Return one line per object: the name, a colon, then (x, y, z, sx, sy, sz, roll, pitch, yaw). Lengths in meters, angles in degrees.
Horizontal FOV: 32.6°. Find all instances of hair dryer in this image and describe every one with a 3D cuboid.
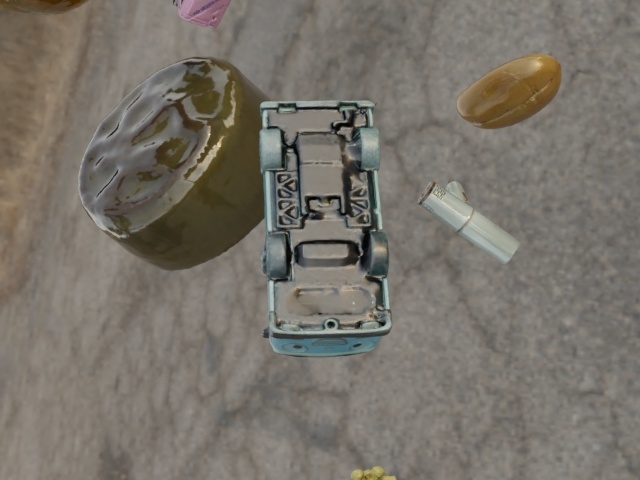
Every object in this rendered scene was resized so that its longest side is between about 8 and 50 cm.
hair dryer: (0.218, -0.047, 1.605, 0.044, 0.155, 0.183, -52, 5, 20)

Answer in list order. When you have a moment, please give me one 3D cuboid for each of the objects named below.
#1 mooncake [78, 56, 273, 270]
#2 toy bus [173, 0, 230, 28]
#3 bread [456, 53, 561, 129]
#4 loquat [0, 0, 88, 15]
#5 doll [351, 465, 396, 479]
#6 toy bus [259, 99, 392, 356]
mooncake: (-0.185, -0.109, 1.468, 0.284, 0.155, 0.284, -22, 46, 25)
toy bus: (-0.142, -0.355, 1.361, 0.090, 0.063, 0.203, -55, 32, 41)
bread: (0.305, -0.232, 1.764, 0.189, 0.114, 0.077, -30, 58, 31)
loquat: (-0.376, -0.395, 1.385, 0.193, 0.238, 0.238, -42, 35, 10)
doll: (0.078, 0.525, 1.961, 0.086, 0.117, 0.291, -127, 36, -53)
toy bus: (0.000, 0.000, 1.178, 0.164, 0.133, 0.271, 98, 170, -63)
